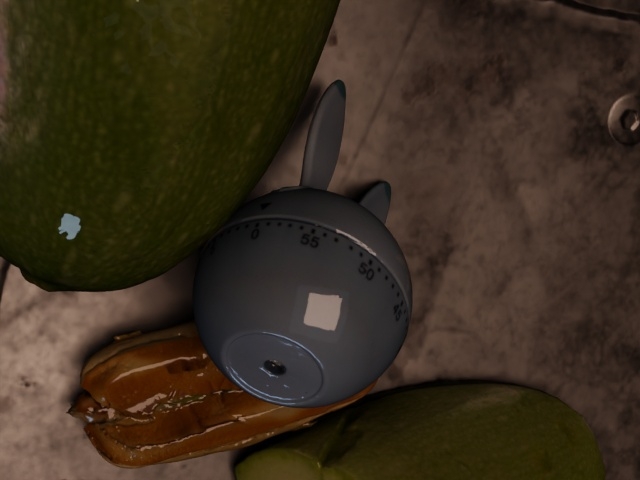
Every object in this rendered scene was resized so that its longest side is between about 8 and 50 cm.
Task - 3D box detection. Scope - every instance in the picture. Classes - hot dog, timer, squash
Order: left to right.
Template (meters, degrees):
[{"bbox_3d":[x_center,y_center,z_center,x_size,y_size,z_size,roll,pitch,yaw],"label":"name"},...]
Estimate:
[{"bbox_3d":[-0.124,-0.108,0.773,0.310,0.310,0.308,0,101,-23],"label":"squash"},{"bbox_3d":[-0.069,0.112,0.953,0.270,0.072,0.109,-10,104,-19],"label":"hot dog"},{"bbox_3d":[-0.018,0.011,0.891,0.175,0.255,0.175,-4,127,-5],"label":"timer"},{"bbox_3d":[0.112,0.239,1.055,0.309,0.210,0.233,-22,107,-48],"label":"squash"}]
